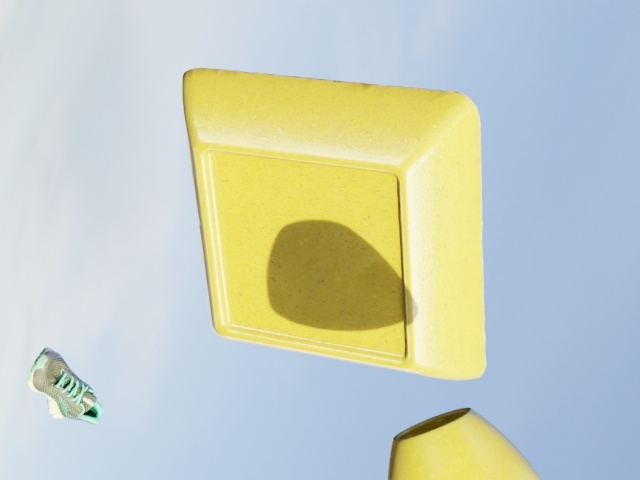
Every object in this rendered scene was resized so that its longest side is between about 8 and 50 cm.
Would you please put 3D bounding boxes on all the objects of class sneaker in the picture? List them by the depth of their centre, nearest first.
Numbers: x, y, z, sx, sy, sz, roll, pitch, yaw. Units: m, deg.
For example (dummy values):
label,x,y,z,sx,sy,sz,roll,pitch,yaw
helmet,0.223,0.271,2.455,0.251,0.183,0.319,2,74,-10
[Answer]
label,x,y,z,sx,sy,sz,roll,pitch,yaw
sneaker,-0.336,0.198,1.889,0.065,0.076,0.166,-64,159,-22

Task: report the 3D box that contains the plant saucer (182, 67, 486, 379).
label,x,y,z,sx,sy,sz,roll,pitch,yaw
plant saucer,0.000,0.000,1.469,0.081,0.333,0.333,-48,140,-52

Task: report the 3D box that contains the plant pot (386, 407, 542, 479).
label,x,y,z,sx,sy,sz,roll,pitch,yaw
plant pot,0.105,0.187,1.105,0.095,0.134,0.134,69,-22,1
